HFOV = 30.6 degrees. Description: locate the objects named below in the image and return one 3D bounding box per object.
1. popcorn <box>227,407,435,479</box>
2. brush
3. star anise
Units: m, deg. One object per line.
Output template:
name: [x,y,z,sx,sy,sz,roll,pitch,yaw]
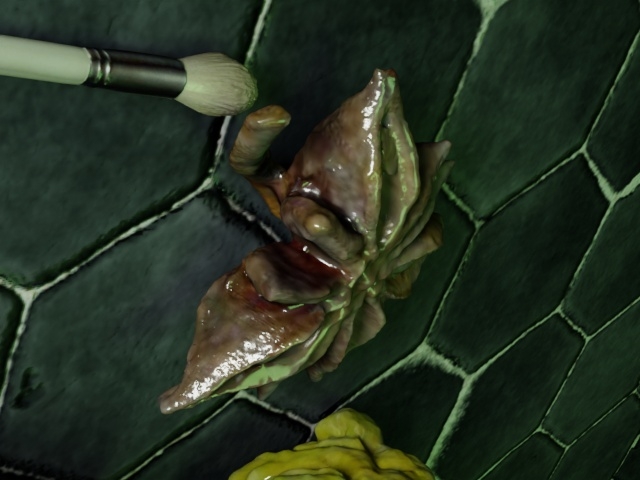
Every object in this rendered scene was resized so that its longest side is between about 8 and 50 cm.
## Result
popcorn: [0.013,0.282,1.051,0.250,0.242,0.235,-40,143,-20]
brush: [-0.149,-0.100,0.663,0.299,0.042,0.039,1,124,-46]
star anise: [0.001,0.003,0.875,0.349,0.109,0.292,-5,120,-61]
